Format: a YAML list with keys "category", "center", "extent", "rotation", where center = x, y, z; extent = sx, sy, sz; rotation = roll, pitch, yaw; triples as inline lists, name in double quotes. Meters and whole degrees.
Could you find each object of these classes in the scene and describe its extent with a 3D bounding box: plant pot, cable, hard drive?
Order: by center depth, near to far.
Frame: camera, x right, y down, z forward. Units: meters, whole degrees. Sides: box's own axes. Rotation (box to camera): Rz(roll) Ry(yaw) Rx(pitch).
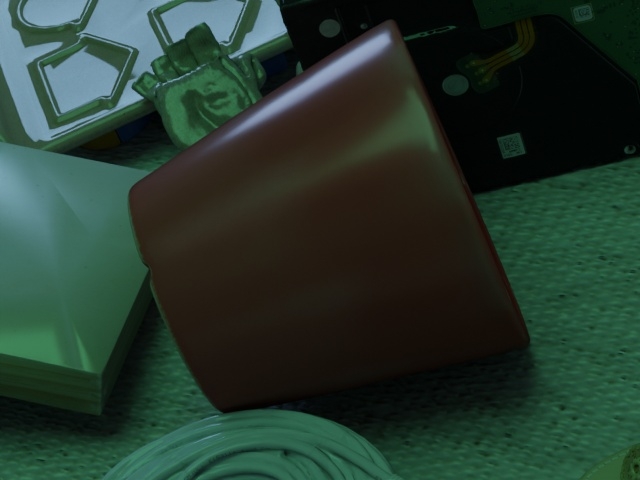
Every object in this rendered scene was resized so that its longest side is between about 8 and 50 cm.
- category: "cable"
  center: [-0.056, 0.232, 1.359]
  extent: [0.257, 0.089, 0.257]
  rotation: [-33, 40, -11]
- category: "plant pot"
  center: [0.000, 0.000, 1.455]
  extent: [0.243, 0.275, 0.275]
  rotation: [-23, 40, 5]
- category: "hard drive"
  center: [0.160, -0.158, 1.567]
  extent: [0.339, 0.237, 0.064]
  rotation: [-13, 40, 12]

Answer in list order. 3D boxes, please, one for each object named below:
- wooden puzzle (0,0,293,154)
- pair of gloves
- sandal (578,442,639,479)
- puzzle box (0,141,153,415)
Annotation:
- category: "wooden puzzle"
  center: [-0.179, -0.212, 1.909]
  extent: [0.348, 0.080, 0.322]
  rotation: [-21, 41, -6]
- category: "pair of gloves"
  center: [-0.031, -0.147, 1.740]
  extent: [0.240, 0.042, 0.204]
  rotation: [-38, 72, -9]
- category: "sandal"
  center: [0.284, 0.144, 1.305]
  extent: [0.240, 0.079, 0.088]
  rotation: [-6, 43, 18]
- category: "puzzle box"
  center: [-0.343, 0.004, 1.631]
  extent: [0.409, 0.052, 0.272]
  rotation: [12, 40, 7]
